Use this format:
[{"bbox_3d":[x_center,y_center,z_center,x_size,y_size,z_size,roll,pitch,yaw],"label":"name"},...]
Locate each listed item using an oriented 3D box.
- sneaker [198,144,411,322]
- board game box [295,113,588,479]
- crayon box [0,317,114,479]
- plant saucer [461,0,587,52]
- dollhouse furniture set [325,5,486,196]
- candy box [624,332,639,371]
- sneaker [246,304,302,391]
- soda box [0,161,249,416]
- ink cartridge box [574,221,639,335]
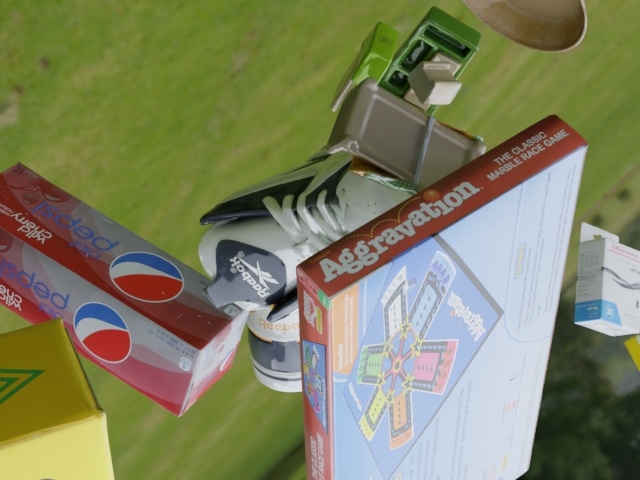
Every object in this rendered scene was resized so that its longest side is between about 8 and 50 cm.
[{"bbox_3d":[0.000,0.000,0.896,0.153,0.094,0.235,-35,-162,-6],"label":"sneaker"},{"bbox_3d":[0.056,0.072,0.730,0.145,0.027,0.281,-31,147,-23],"label":"board game box"},{"bbox_3d":[-0.279,0.254,0.931,0.313,0.106,0.363,-17,130,-20],"label":"crayon box"},{"bbox_3d":[0.095,-0.125,0.701,0.015,0.083,0.083,-51,171,-19],"label":"plant saucer"},{"bbox_3d":[0.042,-0.058,0.763,0.058,0.076,0.151,-54,-168,41],"label":"dollhouse furniture set"},{"bbox_3d":[0.399,0.176,1.506,0.105,0.206,0.027,-20,169,-32],"label":"candy box"},{"bbox_3d":[-0.015,0.008,1.599,0.321,0.126,0.127,-85,173,-49],"label":"sneaker"},{"bbox_3d":[-0.198,0.040,1.290,0.092,0.263,0.083,-42,157,-50],"label":"soda box"},{"bbox_3d":[0.226,0.028,1.147,0.048,0.083,0.028,19,159,-37],"label":"ink cartridge box"}]
